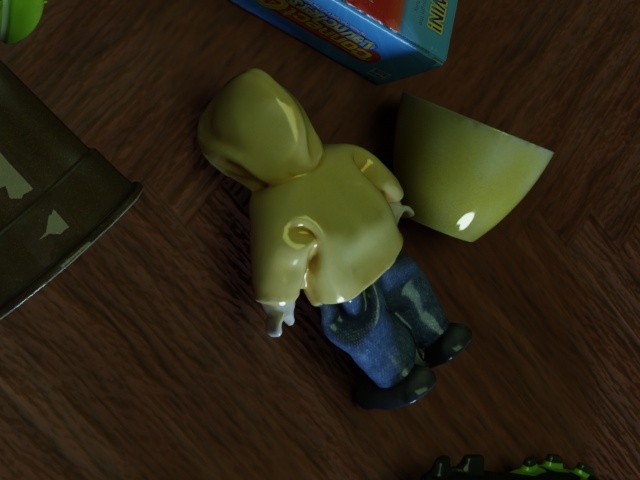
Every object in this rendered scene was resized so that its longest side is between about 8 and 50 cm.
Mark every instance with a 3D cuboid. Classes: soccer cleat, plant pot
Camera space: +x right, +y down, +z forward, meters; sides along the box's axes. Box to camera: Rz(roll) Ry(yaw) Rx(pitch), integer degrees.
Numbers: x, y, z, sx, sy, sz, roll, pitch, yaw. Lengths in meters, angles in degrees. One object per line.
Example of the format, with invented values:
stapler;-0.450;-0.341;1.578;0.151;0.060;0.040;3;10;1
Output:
soccer cleat;0.172;0.248;1.455;0.289;0.093;0.121;11;105;-42
plant pot;-0.230;-0.044;1.124;0.165;0.167;0.167;51;54;-11
plant pot;0.114;-0.054;1.436;0.134;0.134;0.095;17;97;-36

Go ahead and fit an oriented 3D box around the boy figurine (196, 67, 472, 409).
boy figurine;0.000;0.000;1.343;0.285;0.092;0.177;54;53;-17

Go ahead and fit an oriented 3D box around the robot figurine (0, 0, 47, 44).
robot figurine;-0.241;-0.166;1.180;0.115;0.101;0.067;0;94;-16

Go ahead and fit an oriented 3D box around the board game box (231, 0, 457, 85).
board game box;-0.008;-0.328;1.406;0.302;0.086;0.308;27;65;-33
